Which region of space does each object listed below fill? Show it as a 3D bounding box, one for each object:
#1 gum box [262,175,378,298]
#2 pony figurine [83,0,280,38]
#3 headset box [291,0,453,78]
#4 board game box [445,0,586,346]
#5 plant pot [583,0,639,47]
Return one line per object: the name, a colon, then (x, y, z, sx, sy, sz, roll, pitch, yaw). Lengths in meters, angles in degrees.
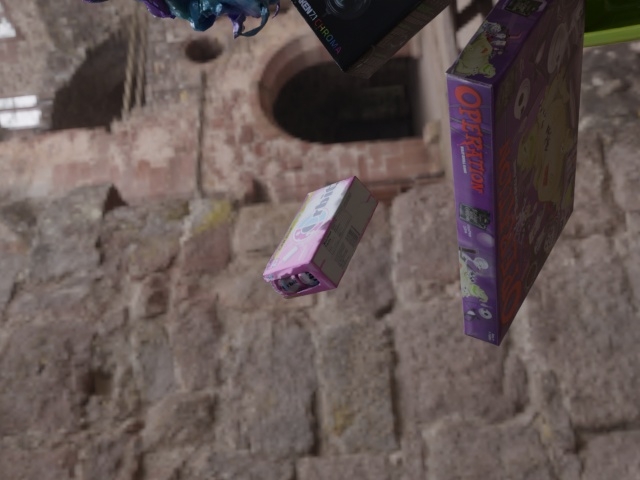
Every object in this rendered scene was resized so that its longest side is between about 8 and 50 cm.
gum box: (0.000, 0.000, 1.478, 0.062, 0.107, 0.188, 47, -130, -24)
pony figurine: (-0.067, -0.308, 0.857, 0.351, 0.364, 0.302, -70, -27, -50)
headset box: (0.105, -0.513, 1.994, 0.246, 0.283, 0.131, 56, -158, 12)
board game box: (0.190, -0.081, 0.940, 0.208, 0.056, 0.346, -50, -32, -28)
plant pot: (0.406, -0.373, 1.296, 0.207, 0.227, 0.228, -18, -77, -57)
